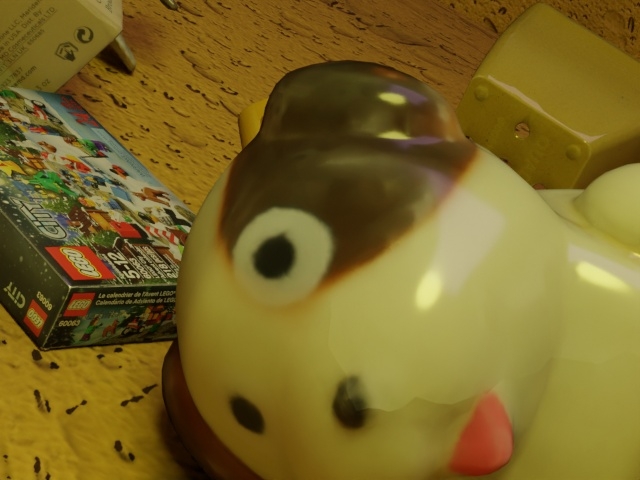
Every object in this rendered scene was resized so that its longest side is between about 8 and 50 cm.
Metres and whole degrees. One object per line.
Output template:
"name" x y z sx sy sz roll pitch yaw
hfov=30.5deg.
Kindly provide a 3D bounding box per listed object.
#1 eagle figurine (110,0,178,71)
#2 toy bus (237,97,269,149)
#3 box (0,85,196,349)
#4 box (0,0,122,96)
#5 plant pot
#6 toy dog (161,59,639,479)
"eagle figurine" -0.267 -0.307 1.074 0.298 0.226 0.225 7 50 -7
"toy bus" 0.000 -0.009 0.833 0.202 0.104 0.191 -71 141 -67
"box" -0.165 -0.024 0.739 0.233 0.044 0.159 41 23 30
"box" -0.291 -0.235 0.805 0.311 0.121 0.148 37 26 -36
"plant pot" 0.231 -0.101 1.244 0.212 0.212 0.187 37 34 19
"toy dog" 0.127 0.051 0.609 0.407 0.285 0.395 13 31 -26
